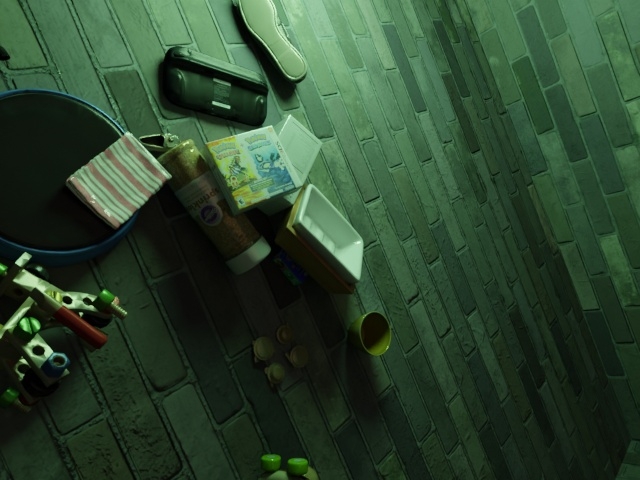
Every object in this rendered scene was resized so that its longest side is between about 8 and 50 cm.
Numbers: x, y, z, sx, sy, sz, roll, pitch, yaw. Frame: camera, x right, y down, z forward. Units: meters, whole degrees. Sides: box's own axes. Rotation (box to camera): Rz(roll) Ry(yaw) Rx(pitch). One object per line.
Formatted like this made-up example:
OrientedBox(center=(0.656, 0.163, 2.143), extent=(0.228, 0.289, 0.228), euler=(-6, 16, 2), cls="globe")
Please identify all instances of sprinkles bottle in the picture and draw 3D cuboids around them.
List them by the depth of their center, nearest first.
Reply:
OrientedBox(center=(-0.275, -0.082, 1.194), extent=(0.121, 0.121, 0.355), euler=(-45, 107, -37), cls="sprinkles bottle")

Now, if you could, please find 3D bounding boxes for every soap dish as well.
OrientedBox(center=(0.000, 0.000, 1.353), extent=(0.291, 0.118, 0.228), euler=(46, 32, -25), cls="soap dish")

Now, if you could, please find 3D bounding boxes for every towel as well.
OrientedBox(center=(-0.442, -0.137, 1.032), extent=(0.144, 0.029, 0.197), euler=(49, 53, -20), cls="towel")

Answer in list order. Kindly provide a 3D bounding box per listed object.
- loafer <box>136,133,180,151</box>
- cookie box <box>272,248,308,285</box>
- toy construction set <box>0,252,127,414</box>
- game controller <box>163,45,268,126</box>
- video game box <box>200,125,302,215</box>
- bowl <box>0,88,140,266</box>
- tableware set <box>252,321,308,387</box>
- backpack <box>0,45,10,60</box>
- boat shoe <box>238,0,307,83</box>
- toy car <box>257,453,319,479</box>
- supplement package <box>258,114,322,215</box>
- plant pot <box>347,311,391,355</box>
OrientedBox(center=(-0.412, -0.250, 1.178), extent=(0.125, 0.039, 0.045), euler=(-18, 89, -40), cls="loafer")
OrientedBox(center=(-0.076, 0.063, 1.370), extent=(0.107, 0.040, 0.092), euler=(52, 51, -16), cls="cookie box")
OrientedBox(center=(-0.519, 0.132, 0.840), extent=(0.237, 0.309, 0.257), euler=(44, 47, -16), cls="toy construction set")
OrientedBox(center=(-0.289, -0.435, 1.324), extent=(0.319, 0.067, 0.166), euler=(6, 89, -38), cls="game controller")
OrientedBox(center=(-0.171, -0.184, 1.185), extent=(0.205, 0.048, 0.187), euler=(-26, 85, -34), cls="video game box")
OrientedBox(center=(-0.575, -0.141, 0.994), extent=(0.392, 0.077, 0.390), euler=(11, 71, -37), cls="bowl")
OrientedBox(center=(-0.111, 0.314, 1.292), extent=(0.169, 0.020, 0.141), euler=(-26, 93, -39), cls="tableware set")
OrientedBox(center=(-0.759, -0.301, 0.800), extent=(0.277, 0.213, 0.263), euler=(33, 51, -21), cls="backpack")
OrientedBox(center=(-0.157, -0.646, 1.470), extent=(0.112, 0.095, 0.335), euler=(-33, 98, -3), cls="boat shoe")
OrientedBox(center=(-0.065, 0.633, 1.204), extent=(0.188, 0.149, 0.154), euler=(25, 64, -65), cls="toy car")
OrientedBox(center=(-0.120, -0.216, 1.344), extent=(0.139, 0.134, 0.244), euler=(38, 58, -24), cls="supplement package")
OrientedBox(center=(0.141, 0.293, 1.452), extent=(0.134, 0.095, 0.134), euler=(11, 72, -38), cls="plant pot")
